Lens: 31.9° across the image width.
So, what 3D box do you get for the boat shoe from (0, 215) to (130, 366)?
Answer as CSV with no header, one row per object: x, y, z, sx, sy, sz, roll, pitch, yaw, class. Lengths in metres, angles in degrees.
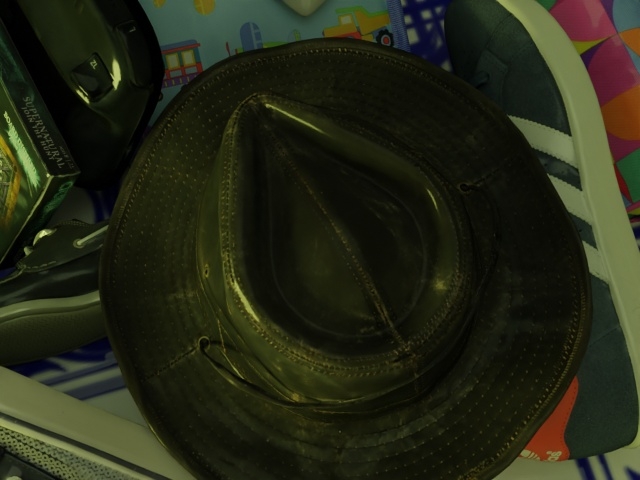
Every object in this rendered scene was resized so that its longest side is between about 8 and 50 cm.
-0.173,0.028,0.781,0.233,0.084,0.079,-19,65,-11,boat shoe

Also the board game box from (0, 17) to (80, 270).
-0.240,-0.088,0.793,0.026,0.126,0.186,-16,70,-42,board game box

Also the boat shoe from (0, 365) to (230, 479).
-0.201,0.175,0.699,0.340,0.127,0.158,19,64,4,boat shoe

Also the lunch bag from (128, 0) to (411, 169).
-0.061,-0.191,0.840,0.221,0.138,0.293,-12,82,-9,lunch bag

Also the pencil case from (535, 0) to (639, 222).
0.212,-0.126,0.835,0.104,0.104,0.236,-19,71,-8,pencil case

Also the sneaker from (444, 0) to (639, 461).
0.120,-0.017,0.774,0.148,0.131,0.350,-13,73,-11,sneaker

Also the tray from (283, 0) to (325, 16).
-0.057,-0.299,0.775,0.270,0.030,0.145,44,81,-7,tray

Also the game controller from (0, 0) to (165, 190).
-0.213,-0.190,0.803,0.067,0.166,0.319,-22,69,-30,game controller

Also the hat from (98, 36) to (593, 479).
0.000,0.000,0.661,0.331,0.134,0.331,-3,71,8,hat
